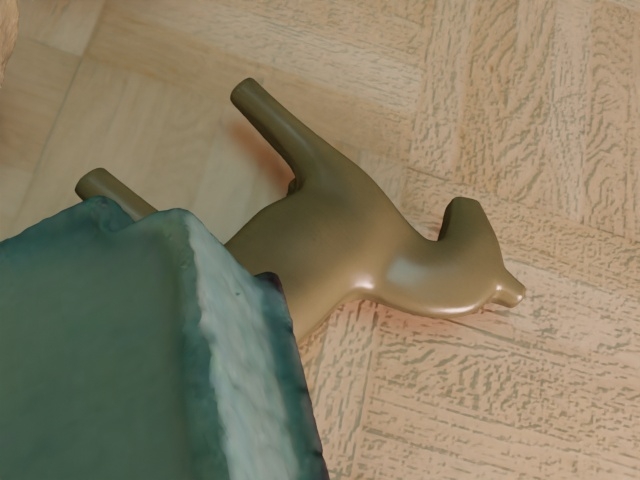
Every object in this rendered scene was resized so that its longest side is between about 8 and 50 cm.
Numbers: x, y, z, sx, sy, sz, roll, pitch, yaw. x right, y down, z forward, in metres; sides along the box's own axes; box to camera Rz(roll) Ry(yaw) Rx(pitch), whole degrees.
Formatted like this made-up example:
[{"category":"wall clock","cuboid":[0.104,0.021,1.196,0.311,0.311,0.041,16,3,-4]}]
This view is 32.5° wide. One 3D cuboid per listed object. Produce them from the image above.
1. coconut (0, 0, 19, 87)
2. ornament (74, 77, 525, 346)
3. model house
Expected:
[{"category":"coconut","cuboid":[-0.299,-0.129,0.618,0.224,0.224,0.234,48,45,12]},{"category":"ornament","cuboid":[0.000,0.000,0.729,0.245,0.061,0.230,43,55,11]},{"category":"model house","cuboid":[-0.083,0.161,0.552,0.230,0.249,0.281,-23,50,13]}]
